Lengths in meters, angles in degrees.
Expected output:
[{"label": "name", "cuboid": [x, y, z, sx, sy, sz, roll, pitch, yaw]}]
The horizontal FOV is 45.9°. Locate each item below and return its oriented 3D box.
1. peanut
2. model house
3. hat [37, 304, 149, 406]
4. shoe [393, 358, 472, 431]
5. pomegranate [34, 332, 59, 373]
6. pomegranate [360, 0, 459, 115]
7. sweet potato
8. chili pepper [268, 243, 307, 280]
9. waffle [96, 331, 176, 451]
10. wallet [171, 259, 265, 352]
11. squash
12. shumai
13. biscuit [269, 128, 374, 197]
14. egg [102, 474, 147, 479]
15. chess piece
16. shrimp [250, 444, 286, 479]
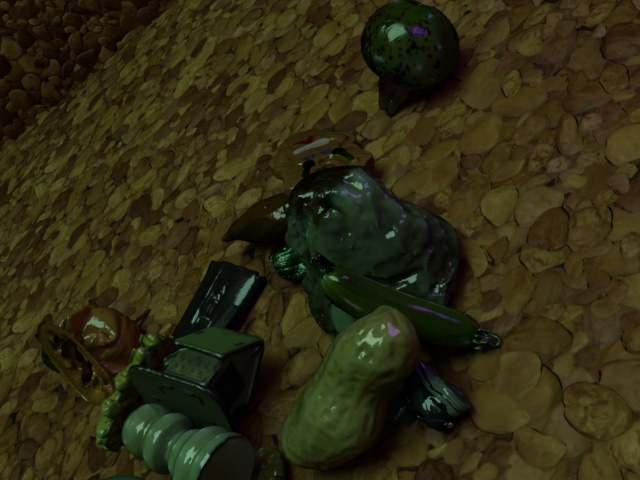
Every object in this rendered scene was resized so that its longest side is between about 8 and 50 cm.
[{"label": "peanut", "cuboid": [0.049, 0.239, 1.149, 0.318, 0.148, 0.147, -57, 32, 25]}, {"label": "model house", "cuboid": [-0.175, 0.224, 1.411, 0.219, 0.204, 0.278, 12, 47, 31]}, {"label": "hat", "cuboid": [-0.474, 0.224, 1.746, 0.244, 0.233, 0.233, 10, 37, 36]}, {"label": "shoe", "cuboid": [0.148, 0.238, 1.154, 0.099, 0.071, 0.169, -55, 38, 1]}, {"label": "pomegranate", "cuboid": [-0.634, 0.261, 1.842, 0.122, 0.161, 0.122, -8, 65, 19]}, {"label": "pomegranate", "cuboid": [0.179, -0.382, 1.606, 0.214, 0.214, 0.247, -113, 33, -51]}, {"label": "sweet potato", "cuboid": [-0.075, -0.047, 1.598, 0.359, 0.112, 0.112, -17, 46, 30]}, {"label": "chili pepper", "cuboid": [0.001, 0.001, 1.515, 0.224, 0.061, 0.098, -35, 61, 8]}, {"label": "waffle", "cuboid": [-0.352, 0.299, 1.481, 0.056, 0.261, 0.249, 23, 79, 7]}, {"label": "wallet", "cuboid": [-0.231, 0.154, 1.622, 0.182, 0.049, 0.229, 11, 67, 46]}, {"label": "squash", "cuboid": [0.122, 0.109, 1.181, 0.071, 0.319, 0.080, -58, -10, -70]}, {"label": "shumai", "cuboid": [0.053, 0.013, 1.280, 0.309, 0.263, 0.303, -24, 43, 26]}, {"label": "biscuit", "cuboid": [-0.010, -0.180, 1.630, 0.202, 0.047, 0.334, -20, 26, -4]}, {"label": "egg", "cuboid": [-0.380, 0.518, 1.339, 0.231, 0.168, 0.168, -45, 37, 1]}, {"label": "chess piece", "cuboid": [-0.239, 0.346, 1.266, 0.243, 0.133, 0.133, 16, 69, 38]}, {"label": "shrimp", "cuboid": [-0.120, 0.444, 1.248, 0.115, 0.051, 0.217, -12, 50, 47]}]
